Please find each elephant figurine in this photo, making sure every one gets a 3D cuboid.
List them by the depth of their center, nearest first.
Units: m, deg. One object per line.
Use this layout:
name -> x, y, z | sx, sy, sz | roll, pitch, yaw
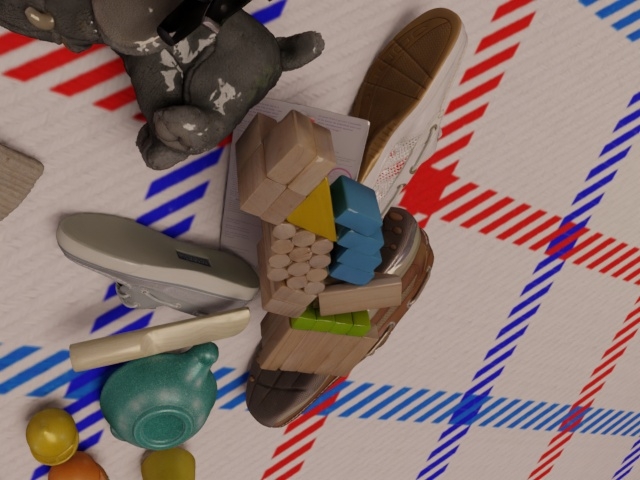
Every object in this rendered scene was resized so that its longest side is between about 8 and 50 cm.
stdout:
elephant figurine -> -0.156, -0.191, 0.597 | 0.239, 0.169, 0.186 | 54, 52, -25

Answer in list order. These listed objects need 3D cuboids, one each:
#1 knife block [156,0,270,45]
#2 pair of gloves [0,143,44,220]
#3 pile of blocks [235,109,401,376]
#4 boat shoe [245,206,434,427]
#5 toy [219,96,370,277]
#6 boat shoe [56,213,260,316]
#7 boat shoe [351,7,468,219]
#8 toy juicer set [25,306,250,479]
knife block -> -0.042, -0.259, 0.536 | 0.242, 0.276, 0.088 | -26, 121, 20
pair of gloves -> -0.370, -0.017, 0.585 | 0.240, 0.042, 0.204 | -45, 148, -2
pile of blocks -> 0.000, 0.000, 0.709 | 0.148, 0.113, 0.362 | -6, 141, -4
boat shoe -> 0.035, 0.112, 0.910 | 0.324, 0.123, 0.116 | -50, 134, 4
toy -> -0.035, -0.047, 0.796 | 0.136, 0.056, 0.237 | 12, 120, 0
boat shoe -> -0.173, 0.041, 0.755 | 0.227, 0.079, 0.081 | 20, 115, -33
boat shoe -> 0.092, -0.129, 0.825 | 0.096, 0.098, 0.277 | 14, 117, -38
toy juicer set -> -0.219, 0.182, 0.813 | 0.209, 0.089, 0.329 | 6, 122, -21
